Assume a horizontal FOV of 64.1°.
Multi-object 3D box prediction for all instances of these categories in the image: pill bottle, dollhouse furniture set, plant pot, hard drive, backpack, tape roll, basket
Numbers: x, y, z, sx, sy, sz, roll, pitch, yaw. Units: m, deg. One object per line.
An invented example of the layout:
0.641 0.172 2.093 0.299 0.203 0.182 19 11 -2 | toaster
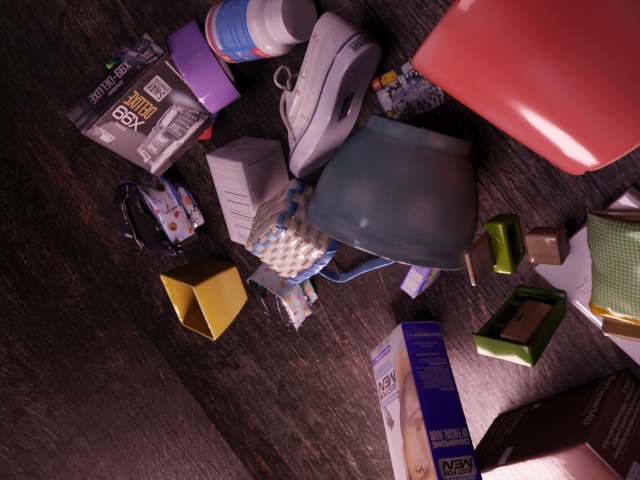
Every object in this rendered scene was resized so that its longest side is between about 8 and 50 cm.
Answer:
-0.115 -0.418 0.991 0.221 0.124 0.124 12 127 45 | pill bottle
0.375 0.074 0.732 0.301 0.151 0.197 5 122 47 | dollhouse furniture set
0.282 -0.226 0.593 0.243 0.275 0.275 44 144 -2 | plant pot
0.511 0.094 0.759 0.319 0.040 0.210 46 144 13 | hard drive
-0.527 -0.099 1.656 0.276 0.213 0.263 0 127 42 | backpack
-0.255 -0.384 1.130 0.189 0.080 0.189 60 -175 -9 | tape roll
-0.107 0.138 1.408 0.166 0.144 0.188 27 159 36 | backpack
0.000 0.000 1.160 0.289 0.201 0.255 34 147 -19 | basket
0.140 -0.099 0.861 0.293 0.293 0.196 27 109 33 | plant pot
-0.375 0.172 1.718 0.212 0.187 0.212 11 127 44 | plant pot

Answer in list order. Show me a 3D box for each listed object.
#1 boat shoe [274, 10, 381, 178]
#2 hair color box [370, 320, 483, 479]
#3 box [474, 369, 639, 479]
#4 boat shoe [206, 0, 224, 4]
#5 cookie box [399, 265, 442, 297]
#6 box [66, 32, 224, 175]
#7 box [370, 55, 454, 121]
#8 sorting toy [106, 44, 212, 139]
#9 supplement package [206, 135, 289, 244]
-0.019 -0.274 0.977 0.156 0.136 0.367 49 152 13 | boat shoe
0.216 0.369 1.115 0.185 0.110 0.339 119 147 -52 | hair color box
0.443 0.404 0.961 0.143 0.191 0.381 48 144 9 | box
-0.170 -0.570 0.981 0.104 0.089 0.285 35 151 -17 | boat shoe
0.215 0.054 1.024 0.040 0.092 0.107 43 144 22 | cookie box
-0.390 -0.297 1.189 0.076 0.242 0.307 46 -179 15 | box
0.156 -0.263 0.888 0.137 0.027 0.094 -13 107 53 | box
-0.460 -0.396 1.407 0.365 0.126 0.127 46 144 11 | sorting toy
-0.165 -0.118 1.280 0.134 0.139 0.244 17 130 39 | supplement package
